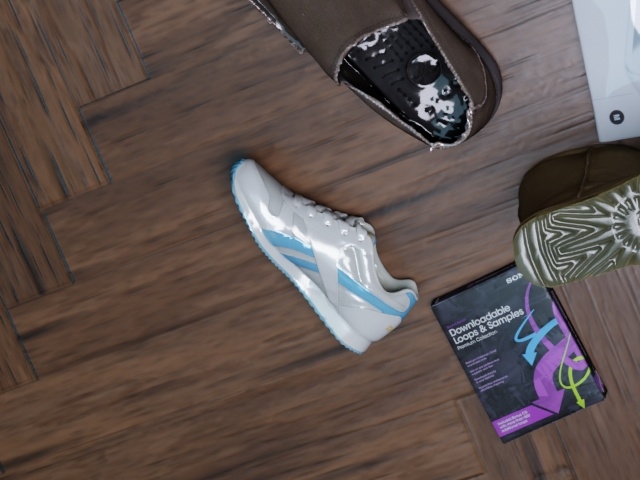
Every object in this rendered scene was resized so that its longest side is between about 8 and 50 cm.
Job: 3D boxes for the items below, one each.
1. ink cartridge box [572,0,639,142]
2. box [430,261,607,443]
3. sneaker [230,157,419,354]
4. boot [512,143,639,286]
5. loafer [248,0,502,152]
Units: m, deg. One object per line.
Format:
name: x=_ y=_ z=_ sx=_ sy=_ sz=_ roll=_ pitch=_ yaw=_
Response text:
ink cartridge box: x=0.346 y=-0.216 z=1.727 sx=0.224 sy=0.045 sz=0.223 roll=-11 pitch=102 yaw=14
box: x=0.196 y=0.108 z=1.854 sx=0.116 sy=0.029 sz=0.162 roll=-27 pitch=97 yaw=17
sneaker: x=0.000 y=0.000 z=1.843 sx=0.092 sy=0.087 sz=0.228 roll=-39 pitch=101 yaw=12
boot: x=0.282 y=-0.043 z=1.670 sx=0.236 sy=0.269 sz=0.089 roll=-10 pitch=101 yaw=12
loafer: x=0.030 y=-0.217 z=1.714 sx=0.366 sy=0.130 sz=0.134 roll=37 pitch=109 yaw=-14
